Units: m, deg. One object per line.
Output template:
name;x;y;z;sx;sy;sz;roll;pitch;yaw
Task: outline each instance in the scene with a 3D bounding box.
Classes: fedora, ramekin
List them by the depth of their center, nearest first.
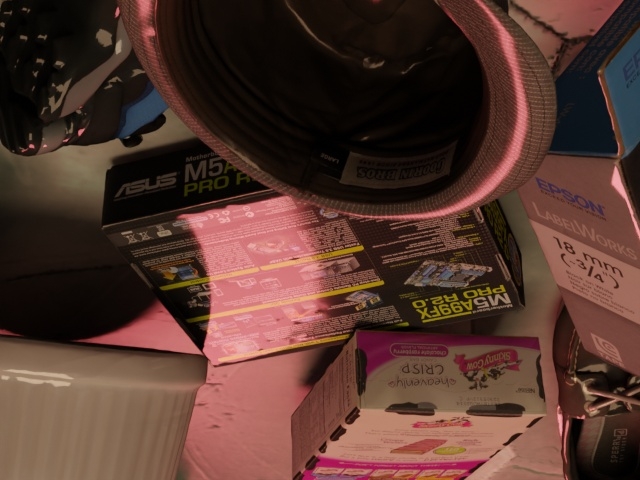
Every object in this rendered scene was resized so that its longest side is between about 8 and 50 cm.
fedora;0.020;-0.128;0.791;0.243;0.124;0.275;17;152;13
ramekin;-0.227;0.139;1.176;0.273;0.127;0.273;6;176;0

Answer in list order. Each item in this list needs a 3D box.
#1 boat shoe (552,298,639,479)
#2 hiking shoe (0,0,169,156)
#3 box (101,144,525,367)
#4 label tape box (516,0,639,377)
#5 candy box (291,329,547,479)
boat shoe;0.264;0.157;1.318;0.112;0.095;0.335;-5;142;6
hiking shoe;-0.094;-0.172;0.918;0.132;0.113;0.304;-5;148;-48
box;0.000;0.000;1.143;0.270;0.060;0.216;-12;143;16
label tape box;0.228;-0.089;0.887;0.106;0.240;0.334;29;160;38
candy box;0.076;0.149;1.281;0.159;0.071;0.233;4;156;-15
